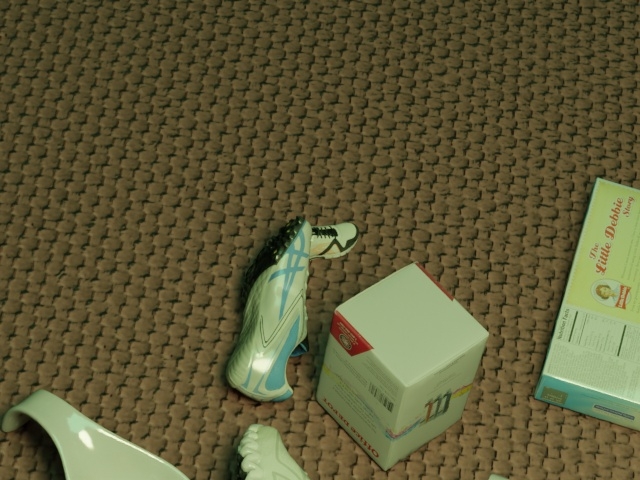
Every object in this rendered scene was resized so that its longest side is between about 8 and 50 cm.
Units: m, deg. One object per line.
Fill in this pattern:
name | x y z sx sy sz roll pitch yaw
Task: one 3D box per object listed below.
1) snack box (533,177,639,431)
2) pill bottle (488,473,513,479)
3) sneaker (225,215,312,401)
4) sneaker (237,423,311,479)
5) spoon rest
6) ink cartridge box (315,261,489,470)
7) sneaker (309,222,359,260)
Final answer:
snack box | 0.385 0.079 2.269 0.187 0.060 0.322 17 52 6
pill bottle | 0.265 0.332 2.021 0.209 0.119 0.119 20 53 9
sneaker | -0.047 0.082 2.199 0.086 0.085 0.237 28 59 -23
sneaker | -0.025 0.303 1.988 0.118 0.110 0.292 -5 36 -9
spoon rest | -0.241 0.256 2.041 0.276 0.084 0.137 39 58 22
ink cartridge box | 0.089 0.143 2.111 0.127 0.176 0.128 -30 62 -29
sneaker | 0.000 0.000 2.294 0.109 0.043 0.040 -20 56 -22
